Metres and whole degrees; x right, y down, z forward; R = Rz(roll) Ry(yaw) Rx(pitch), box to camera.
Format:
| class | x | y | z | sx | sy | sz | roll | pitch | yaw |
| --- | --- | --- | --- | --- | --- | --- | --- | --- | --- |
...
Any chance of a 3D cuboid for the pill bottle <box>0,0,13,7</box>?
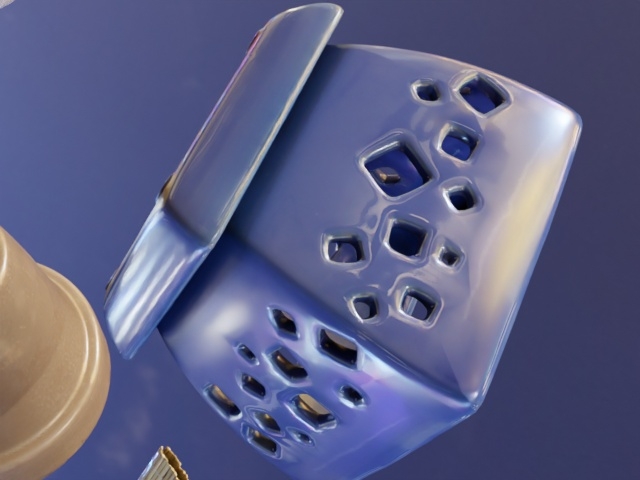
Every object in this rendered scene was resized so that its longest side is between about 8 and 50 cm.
| class | x | y | z | sx | sy | sz | roll | pitch | yaw |
| --- | --- | --- | --- | --- | --- | --- | --- | --- | --- |
| pill bottle | -0.471 | -0.291 | 1.287 | 0.161 | 0.161 | 0.283 | -28 | -168 | 35 |

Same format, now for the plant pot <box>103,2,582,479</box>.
| class | x | y | z | sx | sy | sz | roll | pitch | yaw |
| --- | --- | --- | --- | --- | --- | --- | --- | --- | --- |
| plant pot | 0.000 | 0.000 | 0.753 | 0.236 | 0.212 | 0.236 | -64 | -172 | -31 |

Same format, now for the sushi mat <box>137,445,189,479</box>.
| class | x | y | z | sx | sy | sz | roll | pitch | yaw |
| --- | --- | --- | --- | --- | --- | --- | --- | --- | --- |
| sushi mat | -0.214 | 0.384 | 1.271 | 0.316 | 0.019 | 0.151 | -54 | -128 | 28 |

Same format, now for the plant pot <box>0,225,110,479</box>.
| class | x | y | z | sx | sy | sz | roll | pitch | yaw |
| --- | --- | --- | --- | --- | --- | --- | --- | --- | --- |
| plant pot | -0.345 | 0.086 | 1.091 | 0.263 | 0.229 | 0.263 | 1 | -126 | -1 |
